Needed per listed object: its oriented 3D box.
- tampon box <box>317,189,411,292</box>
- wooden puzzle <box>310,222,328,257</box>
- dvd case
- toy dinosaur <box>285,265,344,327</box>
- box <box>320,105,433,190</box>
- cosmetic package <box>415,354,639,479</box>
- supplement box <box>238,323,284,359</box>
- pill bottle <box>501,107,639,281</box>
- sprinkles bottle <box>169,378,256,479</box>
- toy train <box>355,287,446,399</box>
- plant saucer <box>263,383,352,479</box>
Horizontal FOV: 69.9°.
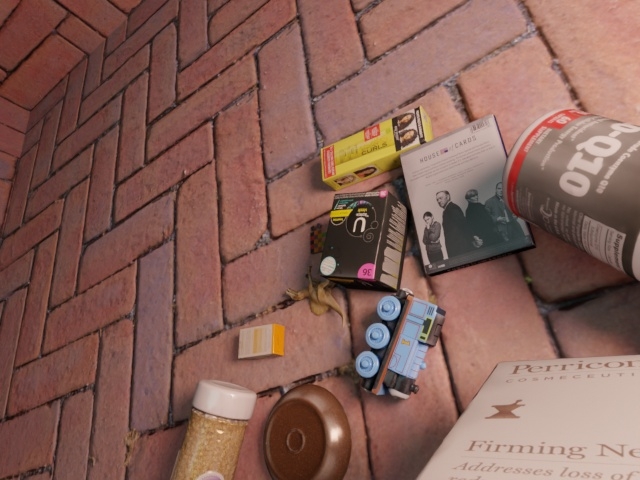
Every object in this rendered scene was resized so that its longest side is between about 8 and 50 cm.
[{"bbox_3d":[0.083,0.003,0.842,0.120,0.101,0.161,-1,71,38],"label":"tampon box"},{"bbox_3d":[0.000,0.000,0.970,0.049,0.006,0.083,-16,62,31],"label":"wooden puzzle"},{"bbox_3d":[0.242,-0.076,0.786,0.179,0.029,0.239,-20,67,30],"label":"dvd case"},{"bbox_3d":[0.007,0.105,0.902,0.183,0.053,0.093,17,97,48],"label":"toy dinosaur"},{"bbox_3d":[0.112,-0.183,0.930,0.232,0.058,0.088,-17,63,31],"label":"box"},{"bbox_3d":[0.274,0.295,0.319,0.329,0.393,0.328,-14,88,33],"label":"cosmetic package"},{"bbox_3d":[-0.123,0.212,0.952,0.098,0.036,0.062,-15,63,32],"label":"supplement box"},{"bbox_3d":[0.373,-0.046,0.537,0.161,0.161,0.283,-53,37,6],"label":"pill bottle"},{"bbox_3d":[-0.224,0.455,0.869,0.121,0.121,0.356,4,74,38],"label":"sprinkles bottle"},{"bbox_3d":[0.131,0.172,0.752,0.105,0.080,0.184,18,82,35],"label":"toy train"},{"bbox_3d":[-0.036,0.360,0.823,0.198,0.036,0.199,-15,63,32],"label":"plant saucer"}]
